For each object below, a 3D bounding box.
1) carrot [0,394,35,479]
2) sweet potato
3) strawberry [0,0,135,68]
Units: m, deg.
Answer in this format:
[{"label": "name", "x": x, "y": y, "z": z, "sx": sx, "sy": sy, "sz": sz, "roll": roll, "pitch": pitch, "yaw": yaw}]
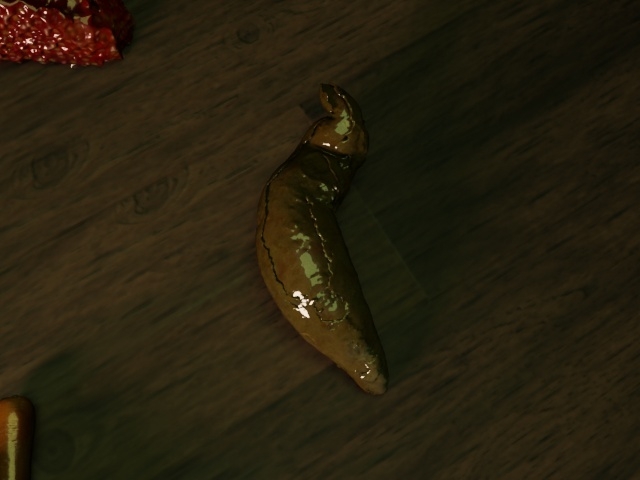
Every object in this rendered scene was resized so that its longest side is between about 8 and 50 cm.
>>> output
[{"label": "carrot", "x": -0.273, "y": 0.234, "z": 0.838, "sx": 0.037, "sy": 0.037, "sz": 0.190, "roll": -3, "pitch": 79, "yaw": -8}, {"label": "sweet potato", "x": -0.003, "y": -0.002, "z": 0.908, "sx": 0.124, "sy": 0.098, "sz": 0.310, "roll": -3, "pitch": 78, "yaw": -16}, {"label": "strawberry", "x": -0.325, "y": -0.274, "z": 0.933, "sx": 0.286, "sy": 0.106, "sz": 0.188, "roll": 20, "pitch": 74, "yaw": -2}]
